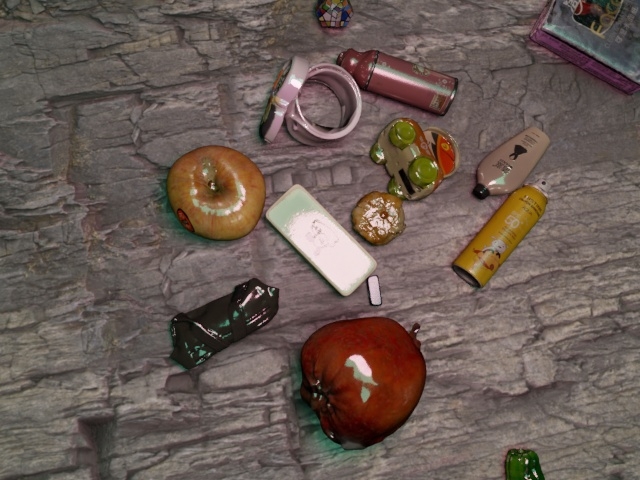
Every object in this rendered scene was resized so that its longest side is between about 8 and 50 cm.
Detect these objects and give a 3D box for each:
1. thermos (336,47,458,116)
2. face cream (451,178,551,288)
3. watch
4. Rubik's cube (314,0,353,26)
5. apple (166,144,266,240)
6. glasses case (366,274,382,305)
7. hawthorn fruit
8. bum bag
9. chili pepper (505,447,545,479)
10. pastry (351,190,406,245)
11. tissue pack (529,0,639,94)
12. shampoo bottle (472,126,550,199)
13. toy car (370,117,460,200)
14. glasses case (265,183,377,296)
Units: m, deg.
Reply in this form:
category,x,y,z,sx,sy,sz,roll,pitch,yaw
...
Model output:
category,x,y,z,sx,sy,sz,roll,pitch,yaw
thermos,0.205,-0.458,1.440,0.330,0.109,0.136,17,75,-5
face cream,0.507,-0.031,1.426,0.105,0.105,0.348,42,82,1
watch,-0.027,-0.346,1.404,0.231,0.196,0.244,22,83,-24
Rubik's cube,0.038,-0.646,1.462,0.111,0.111,0.093,33,57,0
apple,-0.261,-0.118,1.328,0.261,0.194,0.260,1,81,-5
glasses case,0.145,0.136,1.418,0.034,0.023,0.083,-8,83,0
hawthorn fruit,0.105,0.332,1.275,0.308,0.325,0.308,-3,85,35
bum bag,-0.251,0.203,1.350,0.326,0.080,0.142,-30,90,-8
chili pepper,0.550,0.672,1.365,0.099,0.083,0.253,-16,89,-16
pastry,0.157,-0.060,1.414,0.153,0.081,0.153,-1,84,5
tissue pack,0.822,-0.617,1.512,0.361,0.122,0.259,30,85,-3
shampoo bottle,0.524,-0.209,1.457,0.257,0.078,0.127,-44,69,-8
toy car,0.277,-0.236,1.430,0.235,0.145,0.235,7,72,-21
glasses case,0.000,0.000,1.398,0.131,0.070,0.313,-44,88,-8
